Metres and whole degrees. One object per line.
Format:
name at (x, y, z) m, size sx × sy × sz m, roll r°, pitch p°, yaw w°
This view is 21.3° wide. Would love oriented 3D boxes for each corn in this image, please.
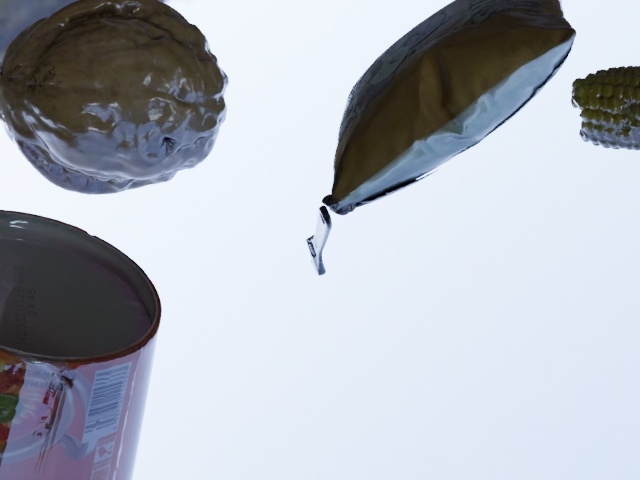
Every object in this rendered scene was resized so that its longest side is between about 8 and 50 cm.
corn at (0.473, -0.157, 1.983) m, size 0.363 × 0.120 × 0.120 m, roll 3°, pitch -149°, yaw 20°

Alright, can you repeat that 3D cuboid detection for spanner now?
spanner at (0.000, 0.000, 1.927) m, size 0.012 × 0.046 × 0.208 m, roll -20°, pitch 168°, yaw -9°

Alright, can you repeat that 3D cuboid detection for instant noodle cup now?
instant noodle cup at (-0.232, 0.108, 1.250) m, size 0.250 × 0.192 × 0.250 m, roll 16°, pitch -152°, yaw -9°

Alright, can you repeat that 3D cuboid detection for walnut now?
walnut at (-0.199, -0.141, 1.636) m, size 0.245 × 0.198 × 0.198 m, roll 1°, pitch -160°, yaw -40°

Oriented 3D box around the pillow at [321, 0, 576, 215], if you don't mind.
pillow at (0.136, -0.170, 1.780) m, size 0.312 × 0.119 × 0.310 m, roll -34°, pitch -168°, yaw 16°
